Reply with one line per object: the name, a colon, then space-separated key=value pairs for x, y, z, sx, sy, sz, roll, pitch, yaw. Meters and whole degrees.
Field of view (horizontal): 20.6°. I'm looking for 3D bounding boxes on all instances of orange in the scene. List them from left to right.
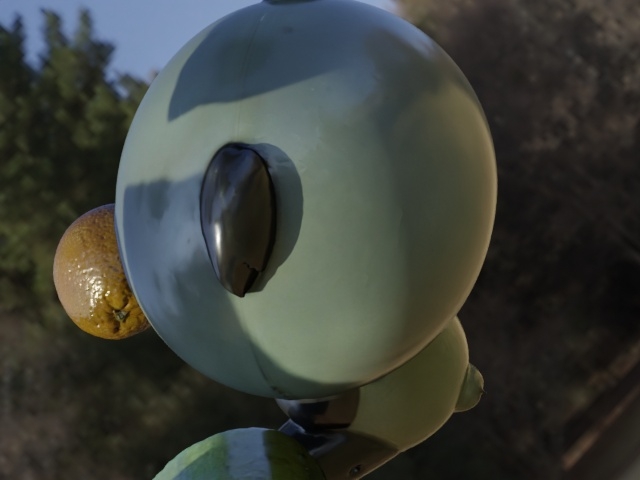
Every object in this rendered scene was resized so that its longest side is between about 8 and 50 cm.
orange: x=-0.117 y=0.018 z=1.022 sx=0.085 sy=0.085 sz=0.085 roll=-45 pitch=-12 yaw=-12

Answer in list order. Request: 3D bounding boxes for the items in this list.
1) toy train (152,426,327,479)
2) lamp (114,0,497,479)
toy train: x=-0.044 y=0.185 z=0.735 sx=0.189 sy=0.126 sz=0.307 roll=-33 pitch=10 yaw=0
lamp: x=0.000 y=0.000 z=0.844 sx=0.198 sy=0.198 sz=0.244 roll=-42 pitch=-39 yaw=-24
